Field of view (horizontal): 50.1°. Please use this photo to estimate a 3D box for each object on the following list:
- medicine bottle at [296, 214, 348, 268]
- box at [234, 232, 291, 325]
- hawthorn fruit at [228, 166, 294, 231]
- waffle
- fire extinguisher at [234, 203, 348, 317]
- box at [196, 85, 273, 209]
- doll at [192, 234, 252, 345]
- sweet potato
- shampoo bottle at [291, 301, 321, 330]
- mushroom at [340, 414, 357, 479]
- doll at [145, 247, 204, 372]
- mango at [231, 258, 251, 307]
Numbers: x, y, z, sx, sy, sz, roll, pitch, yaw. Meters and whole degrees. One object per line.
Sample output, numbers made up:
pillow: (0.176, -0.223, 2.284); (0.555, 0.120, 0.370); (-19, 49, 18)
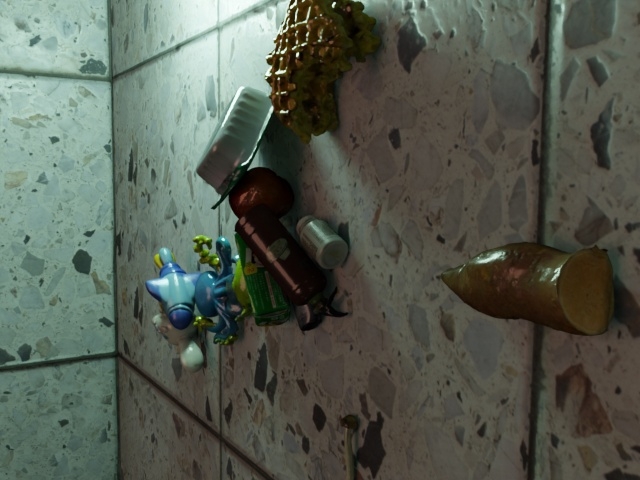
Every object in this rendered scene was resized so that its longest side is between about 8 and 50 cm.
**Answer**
medicine bottle: (0.000, 0.000, 1.608); (0.140, 0.079, 0.079); (47, 131, 47)
box: (-0.148, 0.094, 1.784); (0.180, 0.102, 0.250); (101, 154, -76)
hawthorn fruit: (-0.168, -0.099, 1.787); (0.194, 0.157, 0.157); (-47, 47, 13)
waffle: (-0.010, -0.400, 1.536); (0.324, 0.151, 0.261); (-55, 51, 44)
fire extinguisher: (-0.060, 0.061, 1.632); (0.344, 0.102, 0.138); (50, 140, 12)
box: (-0.225, -0.270, 1.790); (0.264, 0.106, 0.337); (-39, 28, 52)
doll: (-0.300, 0.153, 2.130); (0.341, 0.098, 0.347); (-1, 96, 47)
sweet potato: (0.295, 0.062, 1.082); (0.336, 0.131, 0.131); (7, 98, 57)
shampoo bottle: (-0.056, 0.111, 1.738); (0.087, 0.049, 0.234); (-50, 51, 50)
mushroom: (0.052, 0.548, 1.610); (0.068, 0.043, 0.307); (-120, 36, -65)
doll: (-0.514, 0.231, 2.381); (0.375, 0.187, 0.366); (18, 117, 38)
mango: (-0.196, 0.100, 1.928); (0.119, 0.100, 0.179); (1, 86, 61)
